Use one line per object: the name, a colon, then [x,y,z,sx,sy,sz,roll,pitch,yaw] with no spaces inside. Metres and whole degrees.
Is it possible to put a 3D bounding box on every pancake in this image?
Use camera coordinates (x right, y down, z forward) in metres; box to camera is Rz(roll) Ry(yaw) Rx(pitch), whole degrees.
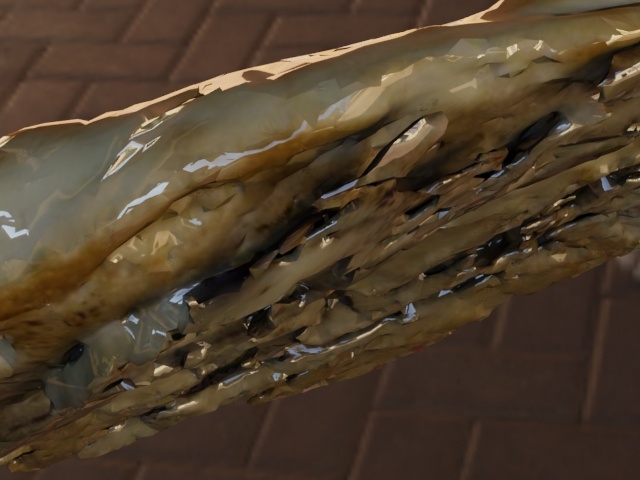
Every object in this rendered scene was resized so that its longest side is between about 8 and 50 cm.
pancake: [0.000,0.001,0.566,0.382,0.382,0.071,-20,81,-22]
